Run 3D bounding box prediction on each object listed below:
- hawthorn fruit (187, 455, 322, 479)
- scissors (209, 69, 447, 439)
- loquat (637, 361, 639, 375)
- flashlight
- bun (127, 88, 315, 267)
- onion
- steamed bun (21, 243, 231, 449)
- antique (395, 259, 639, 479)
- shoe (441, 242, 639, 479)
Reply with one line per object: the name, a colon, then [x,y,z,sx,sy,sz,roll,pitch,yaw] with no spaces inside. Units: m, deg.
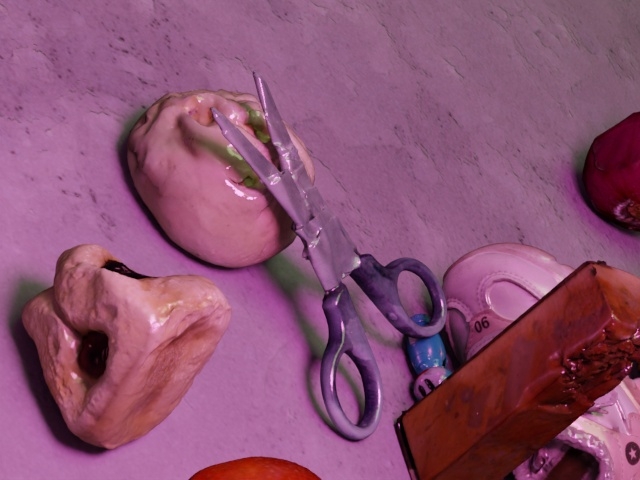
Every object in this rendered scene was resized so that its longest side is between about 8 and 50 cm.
hawthorn fruit: [-0.066,0.274,1.611,0.179,0.173,0.173,-27,74,-30]
scissors: [0.000,0.000,1.943,0.383,0.029,0.256,59,42,-22]
loquat: [0.553,0.129,2.335,0.328,0.328,0.328,30,35,-24]
flashlight: [0.121,0.135,2.076,0.051,0.051,0.129,27,30,-28]
bun: [-0.096,-0.083,1.986,0.231,0.133,0.231,28,38,-24]
onion: [0.463,-0.127,2.603,0.140,0.195,0.218,46,43,-43]
steamed bun: [-0.192,0.078,1.684,0.155,0.172,0.141,38,16,21]
antique: [0.212,0.147,1.915,0.087,0.310,0.093,18,41,-39]
shoe: [0.250,0.165,2.073,0.351,0.172,0.198,49,35,7]
